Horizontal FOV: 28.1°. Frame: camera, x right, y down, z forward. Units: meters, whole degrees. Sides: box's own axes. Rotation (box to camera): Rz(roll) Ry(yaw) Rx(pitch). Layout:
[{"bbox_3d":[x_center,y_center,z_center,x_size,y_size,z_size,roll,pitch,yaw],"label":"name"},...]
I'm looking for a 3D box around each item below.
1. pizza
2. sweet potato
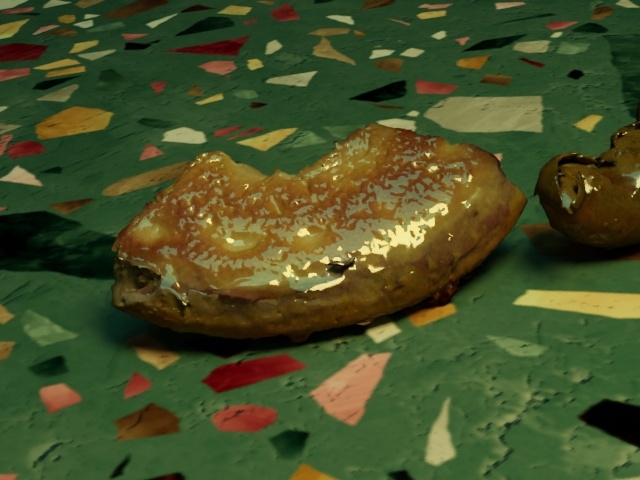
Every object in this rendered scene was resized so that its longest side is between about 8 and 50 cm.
[{"bbox_3d":[0.000,0.000,0.907,0.305,0.086,0.161,-13,49,-8],"label":"pizza"},{"bbox_3d":[0.259,-0.066,0.967,0.124,0.098,0.310,1,23,32],"label":"sweet potato"}]
